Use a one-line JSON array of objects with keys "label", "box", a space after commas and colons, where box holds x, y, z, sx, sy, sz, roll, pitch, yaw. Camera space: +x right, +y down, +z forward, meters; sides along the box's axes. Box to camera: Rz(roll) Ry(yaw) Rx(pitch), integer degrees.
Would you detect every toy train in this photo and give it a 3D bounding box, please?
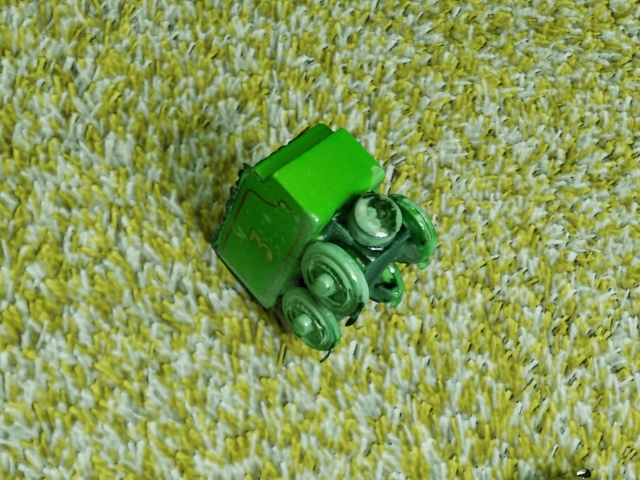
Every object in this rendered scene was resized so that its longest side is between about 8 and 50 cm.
[{"label": "toy train", "box": [0.000, 0.000, 1.162, 0.132, 0.243, 0.188, -37, 79, -29]}]

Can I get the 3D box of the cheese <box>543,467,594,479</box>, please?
[{"label": "cheese", "box": [0.262, 0.389, 1.188, 0.259, 0.128, 0.316, 28, 59, -8]}]
